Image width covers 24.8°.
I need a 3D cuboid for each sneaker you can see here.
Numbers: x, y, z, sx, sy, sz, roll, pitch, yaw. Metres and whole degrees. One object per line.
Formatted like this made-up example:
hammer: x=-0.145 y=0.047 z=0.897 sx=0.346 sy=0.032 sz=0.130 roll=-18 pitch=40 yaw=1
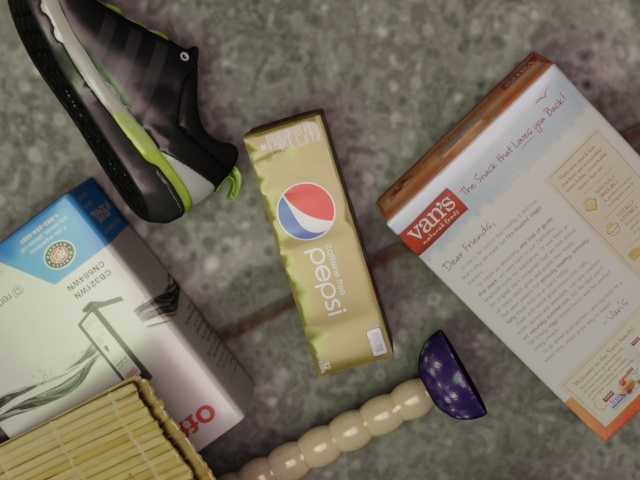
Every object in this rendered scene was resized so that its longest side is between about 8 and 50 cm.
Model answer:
sneaker: x=-0.137 y=-0.122 z=1.032 sx=0.097 sy=0.084 sz=0.234 roll=-33 pitch=98 yaw=-18

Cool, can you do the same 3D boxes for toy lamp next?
toy lamp: x=-0.017 y=0.157 z=1.059 sx=0.275 sy=0.080 sz=0.080 roll=-30 pitch=97 yaw=4

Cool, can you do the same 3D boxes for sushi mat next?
sushi mat: x=-0.185 y=0.205 z=1.024 sx=0.316 sy=0.019 sz=0.151 roll=-28 pitch=100 yaw=37

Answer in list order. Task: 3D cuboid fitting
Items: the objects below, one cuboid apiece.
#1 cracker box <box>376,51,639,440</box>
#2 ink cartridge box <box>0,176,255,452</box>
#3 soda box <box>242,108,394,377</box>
cracker box: x=0.174 y=0.005 z=1.018 sx=0.156 sy=0.067 sz=0.232 roll=-43 pitch=106 yaw=7
ink cartridge box: x=-0.165 y=0.081 z=1.046 sx=0.148 sy=0.086 sz=0.203 roll=-37 pitch=96 yaw=7
soda box: x=0.000 y=0.000 z=1.041 sx=0.058 sy=0.061 sz=0.181 roll=-16 pitch=98 yaw=4
